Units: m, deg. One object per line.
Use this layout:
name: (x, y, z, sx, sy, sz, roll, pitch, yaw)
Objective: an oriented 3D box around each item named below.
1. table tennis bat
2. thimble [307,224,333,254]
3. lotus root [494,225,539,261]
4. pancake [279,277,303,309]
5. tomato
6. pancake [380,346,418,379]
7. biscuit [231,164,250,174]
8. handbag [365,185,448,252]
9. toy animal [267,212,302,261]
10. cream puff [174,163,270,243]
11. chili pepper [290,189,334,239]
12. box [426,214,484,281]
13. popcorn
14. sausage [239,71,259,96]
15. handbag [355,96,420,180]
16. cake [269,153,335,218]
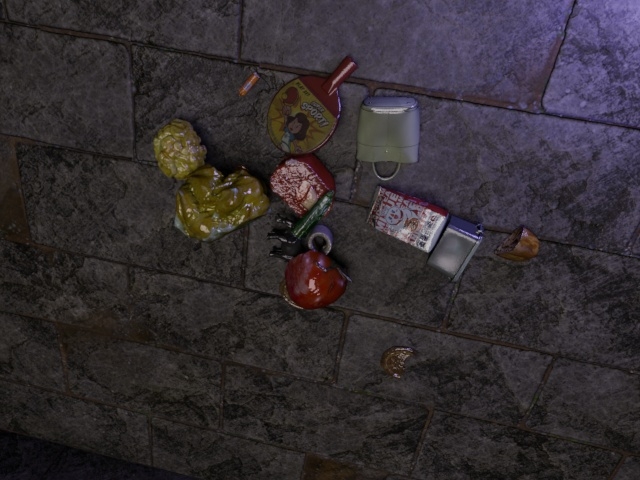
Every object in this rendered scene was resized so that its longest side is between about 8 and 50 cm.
table tennis bat: (-0.026, -0.492, 1.705, 0.415, 0.051, 0.268, -44, 82, 19)
thimble: (0.000, 0.000, 1.956, 0.102, 0.090, 0.115, 12, 116, 1)
lotus root: (0.778, 0.030, 1.822, 0.135, 0.095, 0.159, 20, 124, -3)
pancake: (-0.091, 0.236, 2.131, 0.200, 0.021, 0.199, 5, 119, 9)
tomato: (-0.031, 0.201, 1.963, 0.309, 0.170, 0.308, 3, 131, 4)
pancake: (0.374, 0.579, 2.215, 0.184, 0.020, 0.190, -8, 115, 14)
biscuit: (-0.327, -0.264, 1.926, 0.078, 0.015, 0.091, 33, 118, -6)
handbag: (0.330, -0.094, 1.822, 0.298, 0.151, 0.171, 27, 109, 14)
toy animal: (-0.143, -0.010, 1.978, 0.147, 0.114, 0.244, 9, 140, 13)
cream puff: (-0.386, -0.158, 1.808, 0.379, 0.378, 0.275, -26, 92, 21)
chili pepper: (-0.021, -0.103, 1.764, 0.059, 0.088, 0.226, 45, 111, 16)
box: (0.521, 0.025, 1.836, 0.135, 0.163, 0.243, 26, 120, 7)
popcorn: (-0.541, -0.350, 1.828, 0.181, 0.216, 0.235, -15, 139, 4)
sausage: (-0.271, -0.578, 1.749, 0.031, 0.031, 0.107, 44, 116, -12)
handbag: (0.249, -0.373, 1.741, 0.242, 0.109, 0.315, 4, 130, 10)
cake: (-0.056, -0.216, 1.822, 0.177, 0.150, 0.283, -37, 106, 28)
